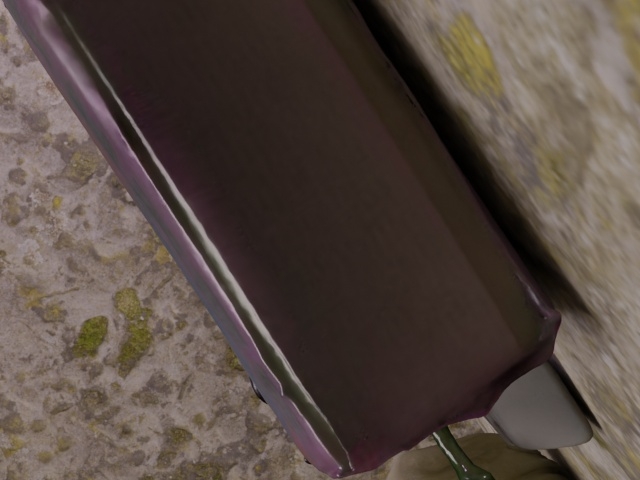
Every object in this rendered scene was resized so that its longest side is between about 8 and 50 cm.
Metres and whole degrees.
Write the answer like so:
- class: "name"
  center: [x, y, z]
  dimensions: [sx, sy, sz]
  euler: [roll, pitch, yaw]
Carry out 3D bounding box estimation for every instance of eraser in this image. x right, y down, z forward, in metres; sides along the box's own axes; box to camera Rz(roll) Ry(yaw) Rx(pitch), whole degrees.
- class: "eraser"
  center: [0.133, 0.095, 0.703]
  dimensions: [0.089, 0.061, 0.352]
  euler: [55, -179, -10]

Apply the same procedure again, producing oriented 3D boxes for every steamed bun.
- class: "steamed bun"
  center: [0.226, 0.387, 0.924]
  dimensions: [0.203, 0.275, 0.289]
  euler: [-178, 77, -76]

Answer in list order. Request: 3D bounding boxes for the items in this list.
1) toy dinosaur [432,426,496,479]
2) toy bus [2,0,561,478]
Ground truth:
- class: "toy dinosaur"
  center: [0.000, 0.000, 0.703]
  dimensions: [0.447, 0.087, 0.301]
  euler: [35, 149, 60]
- class: "toy bus"
  center: [-0.032, -0.066, 0.431]
  dimensions: [0.386, 0.171, 0.162]
  euler: [56, 170, -1]
